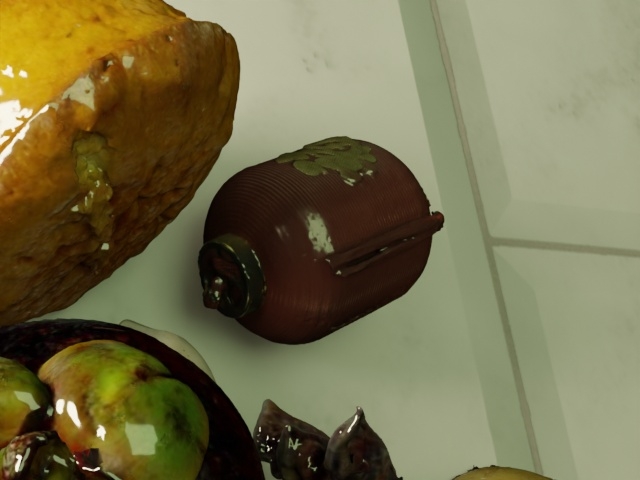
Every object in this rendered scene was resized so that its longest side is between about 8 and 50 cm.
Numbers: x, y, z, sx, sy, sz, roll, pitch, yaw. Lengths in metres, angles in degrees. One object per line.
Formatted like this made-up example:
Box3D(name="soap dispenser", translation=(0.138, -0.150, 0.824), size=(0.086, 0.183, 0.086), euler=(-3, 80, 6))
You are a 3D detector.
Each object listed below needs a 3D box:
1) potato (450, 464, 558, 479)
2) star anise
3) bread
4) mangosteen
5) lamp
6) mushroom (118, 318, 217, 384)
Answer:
Box3D(name="potato", translation=(0.202, 0.302, 1.158), size=(0.202, 0.117, 0.182), euler=(-18, 83, -41))
Box3D(name="star anise", translation=(0.007, 0.237, 0.982), size=(0.283, 0.129, 0.212), euler=(36, 53, -74))
Box3D(name="bread", translation=(-0.202, -0.073, 0.936), size=(0.172, 0.312, 0.312), euler=(44, 47, 10))
Box3D(name="mangosteen", translation=(-0.169, 0.195, 0.805), size=(0.300, 0.300, 0.300), euler=(16, 59, -30))
Box3D(name="lamp", translation=(0.000, 0.000, 1.110), size=(0.258, 0.180, 0.180), euler=(-24, 84, -42))
Box3D(name="mushroom", translation=(-0.116, 0.161, 0.997), size=(0.088, 0.097, 0.212), euler=(-24, 92, -25))
